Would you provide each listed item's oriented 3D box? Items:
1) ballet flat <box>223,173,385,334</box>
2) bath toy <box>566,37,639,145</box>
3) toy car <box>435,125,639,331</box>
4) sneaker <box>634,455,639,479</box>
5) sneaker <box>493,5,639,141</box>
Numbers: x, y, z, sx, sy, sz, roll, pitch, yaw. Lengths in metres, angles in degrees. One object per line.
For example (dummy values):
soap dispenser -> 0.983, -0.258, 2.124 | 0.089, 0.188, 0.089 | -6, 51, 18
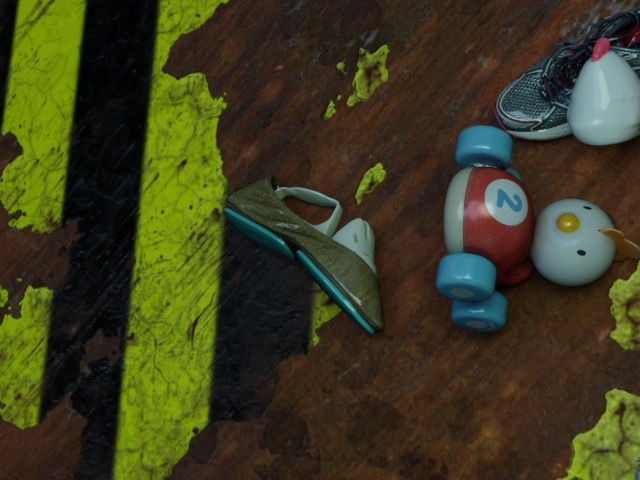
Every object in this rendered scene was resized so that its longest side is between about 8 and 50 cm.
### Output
ballet flat -> 0.000, 0.000, 1.623 | 0.124, 0.116, 0.342 | -46, 53, -10
bath toy -> 0.460, -0.181, 1.298 | 0.348, 0.151, 0.129 | 3, 111, 32
toy car -> 0.286, -0.009, 1.400 | 0.238, 0.210, 0.219 | 3, 66, 19
sneaker -> 0.393, 0.388, 1.294 | 0.115, 0.105, 0.281 | 8, 81, 61
sneaker -> 0.360, -0.236, 1.456 | 0.299, 0.112, 0.120 | -28, 64, 22
